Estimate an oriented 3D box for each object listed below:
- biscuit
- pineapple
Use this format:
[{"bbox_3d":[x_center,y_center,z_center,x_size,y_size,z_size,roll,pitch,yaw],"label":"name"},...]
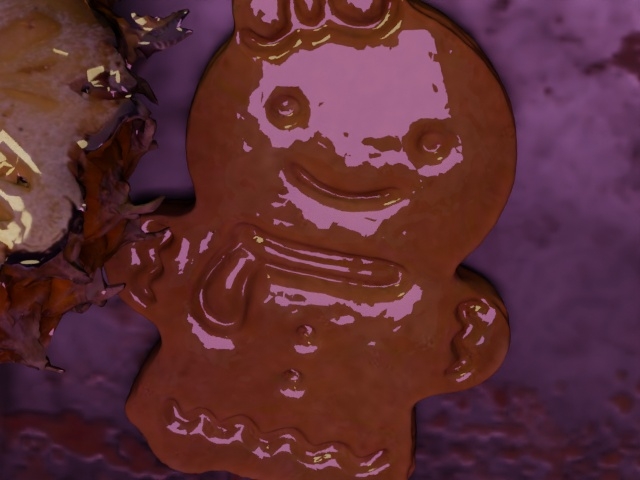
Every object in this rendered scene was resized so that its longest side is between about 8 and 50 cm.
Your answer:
[{"bbox_3d":[0.004,0.005,0.616,0.133,0.027,0.184,26,110,-8],"label":"biscuit"},{"bbox_3d":[-0.128,-0.018,0.567,0.176,0.137,0.161,9,69,3],"label":"pineapple"}]
